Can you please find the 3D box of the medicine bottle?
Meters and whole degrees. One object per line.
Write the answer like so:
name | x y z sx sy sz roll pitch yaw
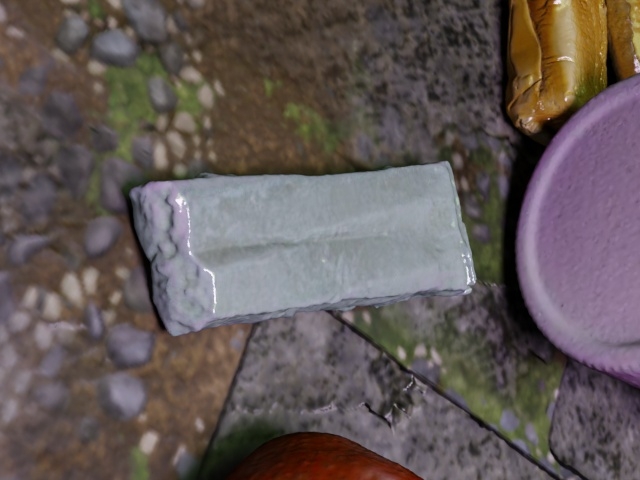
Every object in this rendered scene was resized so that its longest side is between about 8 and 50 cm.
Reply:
medicine bottle | 0.330 0.040 0.821 0.388 0.219 0.219 21 67 -38

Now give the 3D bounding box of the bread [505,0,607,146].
bread | 0.164 -0.131 0.826 0.074 0.053 0.132 16 69 -44

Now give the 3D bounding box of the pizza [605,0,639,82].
pizza | 0.261 -0.154 0.924 0.134 0.046 0.175 12 72 -39

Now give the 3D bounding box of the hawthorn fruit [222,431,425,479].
hawthorn fruit | 0.004 0.159 0.551 0.132 0.138 0.133 13 71 -43

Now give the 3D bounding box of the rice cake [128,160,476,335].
rice cake | 0.000 0.000 0.651 0.226 0.040 0.085 -6 84 -44
